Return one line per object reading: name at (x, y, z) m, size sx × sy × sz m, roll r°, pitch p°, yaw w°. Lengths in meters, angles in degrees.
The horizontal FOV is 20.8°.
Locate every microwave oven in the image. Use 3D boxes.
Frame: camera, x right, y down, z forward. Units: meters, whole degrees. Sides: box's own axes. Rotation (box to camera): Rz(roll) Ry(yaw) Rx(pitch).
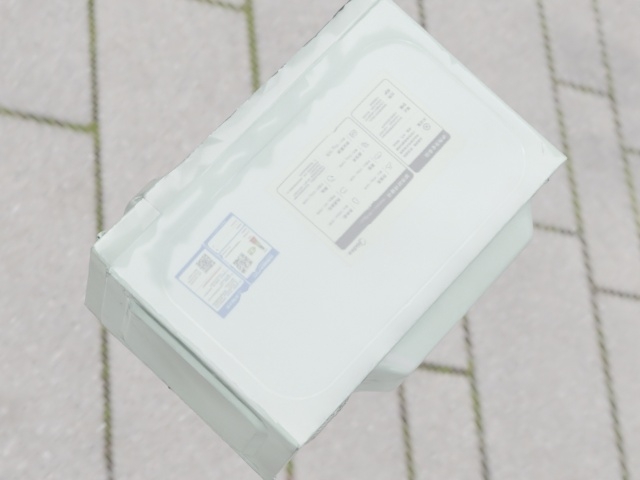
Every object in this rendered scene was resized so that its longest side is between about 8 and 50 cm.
microwave oven at (0.000, 0.000, 0.908) m, size 0.162 × 0.122 × 0.208 m, roll 43°, pitch 72°, yaw 4°
